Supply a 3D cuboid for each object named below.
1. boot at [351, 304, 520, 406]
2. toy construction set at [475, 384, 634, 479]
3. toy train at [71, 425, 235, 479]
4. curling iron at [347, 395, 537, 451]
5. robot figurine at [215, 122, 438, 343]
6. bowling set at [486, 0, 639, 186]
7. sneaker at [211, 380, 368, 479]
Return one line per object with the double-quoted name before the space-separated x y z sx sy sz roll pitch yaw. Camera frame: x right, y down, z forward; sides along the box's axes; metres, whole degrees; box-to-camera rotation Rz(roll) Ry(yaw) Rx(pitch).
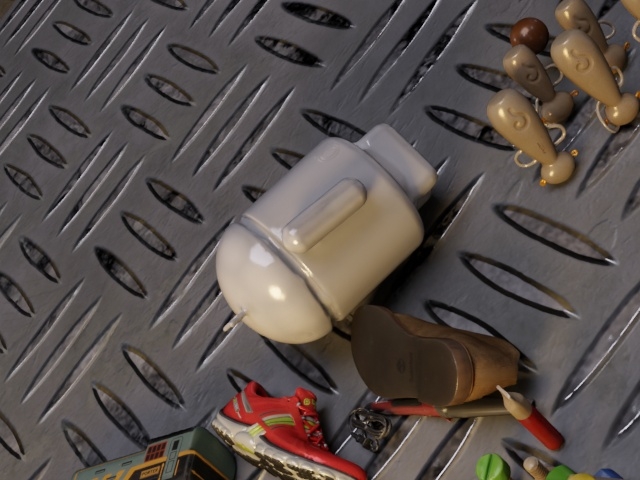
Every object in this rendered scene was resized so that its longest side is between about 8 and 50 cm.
"boot" 0.137 0.147 1.466 0.305 0.115 0.112 15 106 62
"toy construction set" 0.217 0.281 1.161 0.257 0.237 0.309 -30 43 17
"toy train" -0.264 0.383 1.615 0.334 0.142 0.190 -23 35 31
"curling iron" 0.148 0.220 1.432 0.274 0.035 0.068 -14 56 36
"robot figurine" 0.000 0.000 1.577 0.353 0.300 0.200 -43 78 -12
"bowling set" 0.347 -0.233 1.540 0.287 0.154 0.200 -40 23 13
"sneaker" -0.035 0.254 1.524 0.279 0.107 0.118 19 65 45
